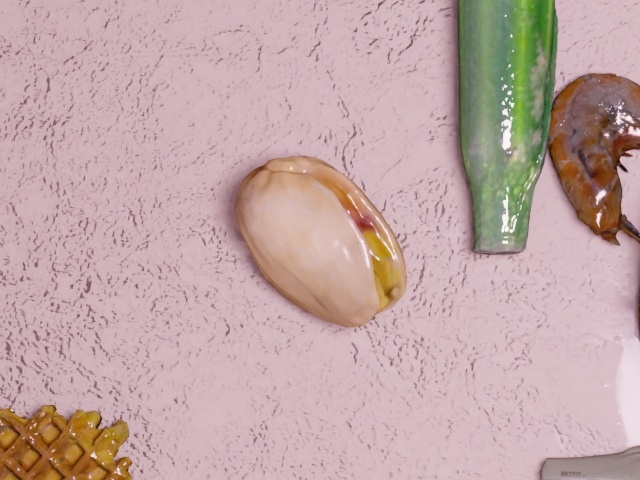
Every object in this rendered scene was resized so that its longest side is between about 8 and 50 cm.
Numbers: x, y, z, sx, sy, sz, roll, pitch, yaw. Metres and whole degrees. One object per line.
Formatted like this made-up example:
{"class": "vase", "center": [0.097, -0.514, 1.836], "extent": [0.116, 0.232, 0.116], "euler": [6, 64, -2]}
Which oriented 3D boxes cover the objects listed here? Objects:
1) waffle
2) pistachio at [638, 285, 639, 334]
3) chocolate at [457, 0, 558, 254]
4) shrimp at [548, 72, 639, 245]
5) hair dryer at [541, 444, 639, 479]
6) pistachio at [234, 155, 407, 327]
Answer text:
{"class": "waffle", "center": [-0.301, 0.287, 1.859], "extent": [0.231, 0.051, 0.229], "euler": [-2, 84, 10]}
{"class": "pistachio", "center": [0.396, 0.017, 1.723], "extent": [0.162, 0.181, 0.293], "euler": [14, 90, -31]}
{"class": "chocolate", "center": [0.186, -0.131, 1.804], "extent": [0.110, 0.110, 0.291], "euler": [2, 87, 9]}
{"class": "shrimp", "center": [0.302, -0.084, 1.800], "extent": [0.132, 0.051, 0.188], "euler": [-13, 79, 8]}
{"class": "hair dryer", "center": [0.294, 0.292, 1.773], "extent": [0.167, 0.067, 0.199], "euler": [15, 101, 19]}
{"class": "pistachio", "center": [0.000, 0.000, 1.814], "extent": [0.200, 0.117, 0.145], "euler": [45, 130, 4]}
